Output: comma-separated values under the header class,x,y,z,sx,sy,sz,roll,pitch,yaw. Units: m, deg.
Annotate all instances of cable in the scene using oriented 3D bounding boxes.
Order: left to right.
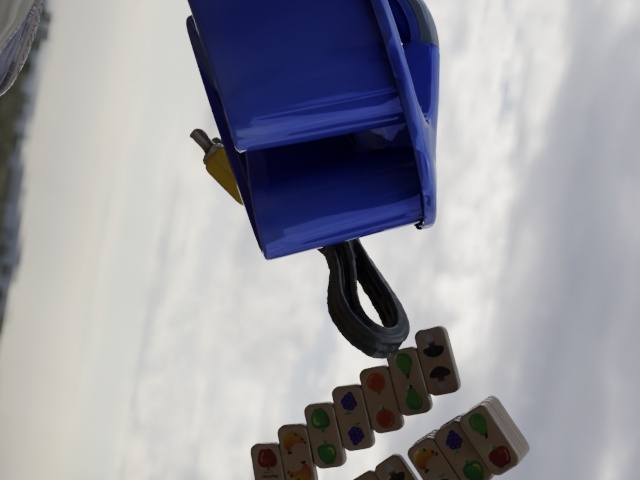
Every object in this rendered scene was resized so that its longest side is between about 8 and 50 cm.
class,x,y,z,sx,sy,sz,roll,pitch,yaw
cable,0.000,0.000,1.686,0.072,0.139,0.287,-49,-121,29

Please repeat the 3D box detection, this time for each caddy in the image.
class,x,y,z,sx,sy,sz,roll,pitch,yaw
caddy,-0.002,-0.146,1.444,0.341,0.179,0.241,-111,-174,-45

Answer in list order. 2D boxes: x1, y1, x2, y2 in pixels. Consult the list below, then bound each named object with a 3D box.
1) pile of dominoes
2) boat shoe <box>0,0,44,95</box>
class,x,y,z,sx,sy,sz,roll,pitch,yaw
pile of dominoes,0.056,0.213,1.639,0.251,0.196,0.040,-35,176,22
boat shoe,-0.150,-0.198,0.756,0.123,0.116,0.324,56,-46,49
